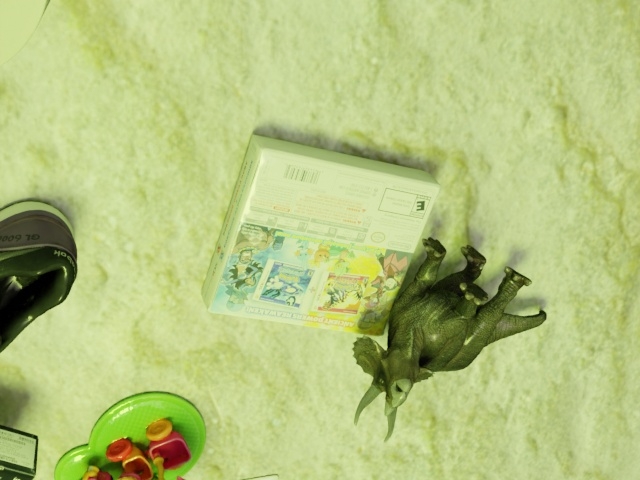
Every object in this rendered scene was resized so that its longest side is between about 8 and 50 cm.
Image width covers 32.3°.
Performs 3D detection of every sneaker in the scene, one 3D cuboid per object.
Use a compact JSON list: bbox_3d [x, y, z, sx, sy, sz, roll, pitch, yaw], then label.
[{"bbox_3d":[-0.350,0.075,1.014,0.283,0.124,0.107,-36,121,1],"label":"sneaker"}]

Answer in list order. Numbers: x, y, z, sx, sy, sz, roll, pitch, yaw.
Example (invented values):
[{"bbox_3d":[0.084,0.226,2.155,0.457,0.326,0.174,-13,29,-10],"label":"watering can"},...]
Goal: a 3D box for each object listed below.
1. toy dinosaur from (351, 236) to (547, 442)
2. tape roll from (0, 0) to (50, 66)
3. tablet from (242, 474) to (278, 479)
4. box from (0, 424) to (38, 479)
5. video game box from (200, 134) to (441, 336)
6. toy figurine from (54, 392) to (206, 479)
[{"bbox_3d":[0.135,0.090,1.203,0.313,0.121,0.160,-10,138,-57],"label":"toy dinosaur"},{"bbox_3d":[-0.290,-0.257,0.786,0.246,0.169,0.246,4,134,4],"label":"tape roll"},{"bbox_3d":[-0.090,0.302,1.293,0.083,0.006,0.054,-7,118,-17],"label":"tablet"},{"bbox_3d":[-0.404,0.247,1.086,0.175,0.051,0.220,23,127,-28],"label":"box"},{"bbox_3d":[0.000,0.000,1.144,0.205,0.048,0.187,11,111,-24],"label":"video game box"},{"bbox_3d":[-0.187,0.264,1.149,0.173,0.159,0.130,-24,121,-6],"label":"toy figurine"}]
